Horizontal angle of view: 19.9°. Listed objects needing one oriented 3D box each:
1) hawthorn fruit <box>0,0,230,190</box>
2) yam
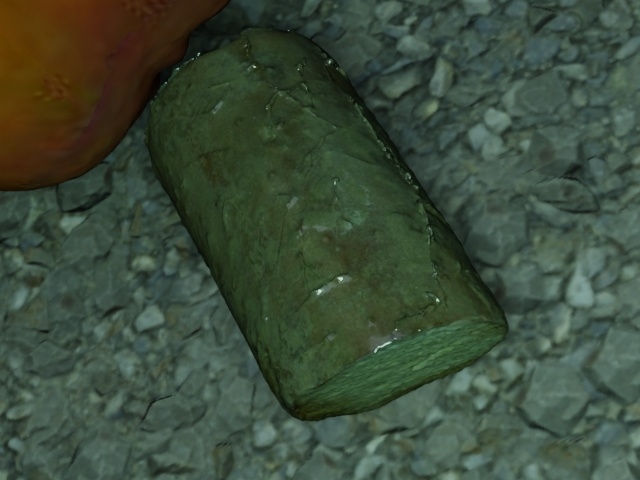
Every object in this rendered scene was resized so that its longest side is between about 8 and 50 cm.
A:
[{"bbox_3d":[-0.273,-0.268,1.375,0.472,0.472,0.471,-12,57,19],"label":"hawthorn fruit"},{"bbox_3d":[0.000,0.000,1.274,0.168,0.168,0.304,-34,53,4],"label":"yam"}]
